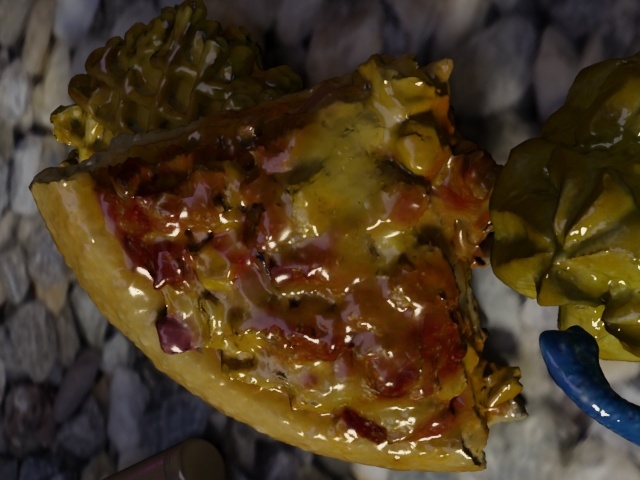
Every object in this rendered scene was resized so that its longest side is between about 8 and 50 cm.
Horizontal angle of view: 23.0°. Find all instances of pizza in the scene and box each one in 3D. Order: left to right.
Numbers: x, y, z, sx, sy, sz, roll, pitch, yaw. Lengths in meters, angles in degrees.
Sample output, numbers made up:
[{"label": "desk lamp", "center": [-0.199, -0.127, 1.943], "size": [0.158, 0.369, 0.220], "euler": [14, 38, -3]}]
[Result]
[{"label": "pizza", "center": [0.000, 0.000, 0.807], "size": [0.289, 0.081, 0.228], "euler": [35, 106, 0]}]

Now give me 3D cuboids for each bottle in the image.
[{"label": "bottle", "center": [-0.104, 0.160, 1.011], "size": [0.096, 0.045, 0.045], "euler": [-31, 81, 39]}]

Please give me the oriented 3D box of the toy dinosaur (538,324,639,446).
[{"label": "toy dinosaur", "center": [0.205, 0.136, 0.644], "size": [0.075, 0.188, 0.247], "euler": [-48, 52, 28]}]

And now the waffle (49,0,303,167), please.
[{"label": "waffle", "center": [-0.078, -0.037, 0.927], "size": [0.197, 0.070, 0.193], "euler": [-37, 77, 42]}]

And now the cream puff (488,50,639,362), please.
[{"label": "cream puff", "center": [0.138, -0.015, 0.710], "size": [0.121, 0.156, 0.156], "euler": [10, 108, 19]}]
